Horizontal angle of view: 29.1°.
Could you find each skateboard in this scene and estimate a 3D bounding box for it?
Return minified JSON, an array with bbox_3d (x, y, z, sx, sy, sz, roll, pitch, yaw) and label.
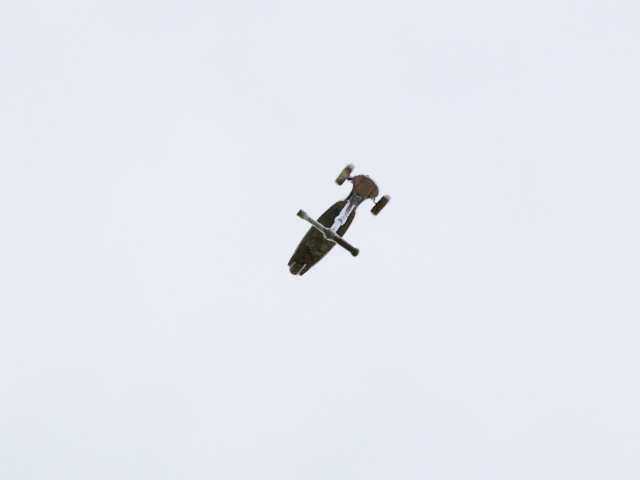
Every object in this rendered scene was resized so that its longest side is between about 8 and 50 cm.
[{"bbox_3d":[0.000,0.000,0.569,0.032,0.083,0.064,40,-75,-1],"label":"skateboard"}]
